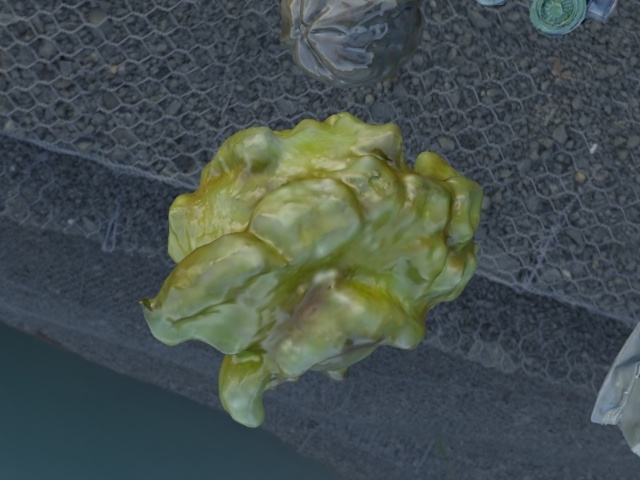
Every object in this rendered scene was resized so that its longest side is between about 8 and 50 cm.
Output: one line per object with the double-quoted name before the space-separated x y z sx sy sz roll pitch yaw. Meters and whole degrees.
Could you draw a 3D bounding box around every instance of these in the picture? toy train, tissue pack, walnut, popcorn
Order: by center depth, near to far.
"popcorn" -0.009 0.002 0.649 0.335 0.279 0.275 -7 124 -14
"tissue pack" 0.471 0.168 0.866 0.145 0.159 0.230 25 102 7
"walnut" 0.051 -0.332 0.950 0.224 0.224 0.224 5 121 8
"toy train" 0.414 -0.531 1.165 0.307 0.173 0.249 30 137 13
